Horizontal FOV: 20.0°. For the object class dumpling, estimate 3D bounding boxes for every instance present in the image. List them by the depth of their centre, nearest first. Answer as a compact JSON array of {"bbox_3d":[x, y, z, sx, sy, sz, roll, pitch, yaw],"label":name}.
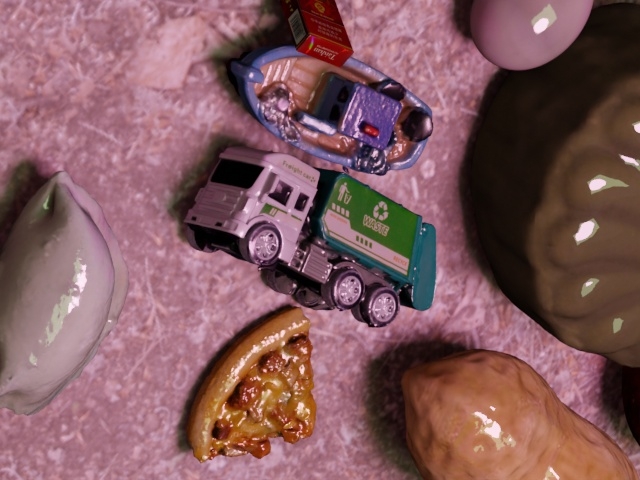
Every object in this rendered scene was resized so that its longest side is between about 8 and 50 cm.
[{"bbox_3d":[-0.230,0.045,1.562,0.104,0.149,0.217,15,97,3],"label":"dumpling"}]

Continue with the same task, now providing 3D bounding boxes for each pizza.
[{"bbox_3d":[-0.049,0.148,1.743,0.134,0.046,0.175,30,92,-38],"label":"pizza"}]

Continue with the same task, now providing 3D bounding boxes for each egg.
[{"bbox_3d":[0.200,-0.222,1.711,0.135,0.103,0.103,-48,127,-10],"label":"egg"}]

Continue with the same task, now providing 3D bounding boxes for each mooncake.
[{"bbox_3d":[0.331,-0.051,1.804,0.356,0.194,0.356,-11,114,-24],"label":"mooncake"}]

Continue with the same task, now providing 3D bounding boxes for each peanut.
[{"bbox_3d":[0.211,0.237,1.859,0.169,0.192,0.387,-47,128,2],"label":"peanut"}]

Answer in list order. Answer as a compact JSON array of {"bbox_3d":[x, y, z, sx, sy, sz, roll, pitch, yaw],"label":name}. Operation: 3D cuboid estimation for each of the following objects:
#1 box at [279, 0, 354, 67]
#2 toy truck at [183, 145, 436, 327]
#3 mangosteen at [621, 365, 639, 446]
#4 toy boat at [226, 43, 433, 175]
[{"bbox_3d":[-0.005,-0.195,1.604,0.051,0.082,0.023,18,130,-37],"label":"box"},{"bbox_3d":[0.000,0.000,1.676,0.253,0.114,0.124,31,78,-38],"label":"toy truck"},{"bbox_3d":[0.438,0.174,1.987,0.215,0.215,0.257,-46,155,-8],"label":"mangosteen"},{"bbox_3d":[0.012,-0.118,1.639,0.223,0.097,0.100,18,96,-38],"label":"toy boat"}]
